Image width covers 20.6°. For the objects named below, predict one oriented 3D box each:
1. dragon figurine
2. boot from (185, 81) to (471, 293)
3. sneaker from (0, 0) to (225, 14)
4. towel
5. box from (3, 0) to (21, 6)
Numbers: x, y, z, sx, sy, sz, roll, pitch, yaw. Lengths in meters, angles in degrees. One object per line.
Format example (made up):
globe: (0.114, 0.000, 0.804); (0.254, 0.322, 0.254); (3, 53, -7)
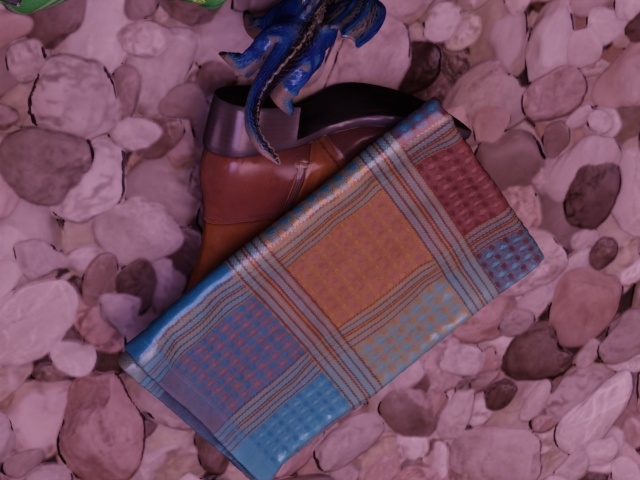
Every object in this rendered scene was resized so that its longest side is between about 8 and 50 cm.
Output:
dragon figurine: (-0.004, -0.187, 1.493); (0.085, 0.289, 0.144); (41, 120, -13)
boot: (0.000, 0.000, 1.639); (0.264, 0.096, 0.280); (-5, 117, -31)
sneaker: (-0.127, -0.241, 1.465); (0.295, 0.109, 0.123); (-23, 115, -15)
towel: (0.018, 0.061, 1.640); (0.370, 0.040, 0.271); (-38, 138, 2)
box: (-0.343, -0.295, 1.308); (0.270, 0.165, 0.143); (14, 105, -30)
